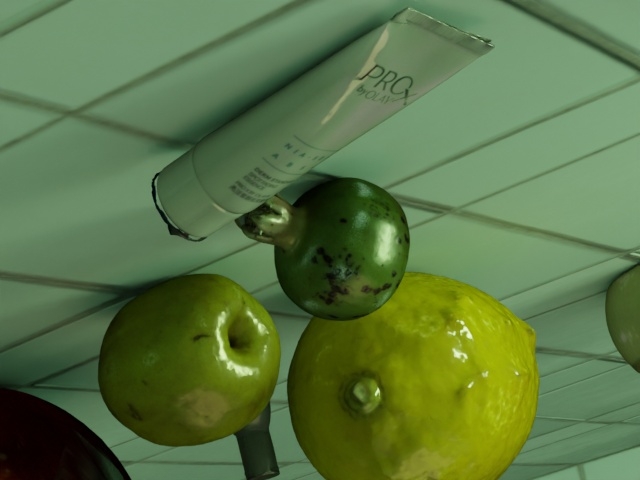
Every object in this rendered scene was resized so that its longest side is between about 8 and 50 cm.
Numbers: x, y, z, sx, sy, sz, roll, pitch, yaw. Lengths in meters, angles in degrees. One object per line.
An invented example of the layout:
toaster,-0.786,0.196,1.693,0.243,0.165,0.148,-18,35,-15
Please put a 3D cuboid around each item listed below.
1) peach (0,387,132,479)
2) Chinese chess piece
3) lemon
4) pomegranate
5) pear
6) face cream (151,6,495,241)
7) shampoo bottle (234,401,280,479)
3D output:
peach,-0.322,0.298,1.670,0.310,0.335,0.406,-38,152,17
Chinese chess piece,0.437,0.068,1.960,0.251,0.097,0.251,-14,164,-4
lemon,0.088,0.140,1.670,0.233,0.233,0.288,-21,165,23
pomegranate,0.000,0.000,1.353,0.142,0.114,0.114,23,147,-26
pear,-0.112,0.105,1.523,0.149,0.149,0.162,2,153,-45
face cream,-0.007,-0.077,1.159,0.244,0.058,0.092,-32,153,32
shampoo bottle,-0.071,0.137,1.626,0.040,0.165,0.080,-8,163,-19
